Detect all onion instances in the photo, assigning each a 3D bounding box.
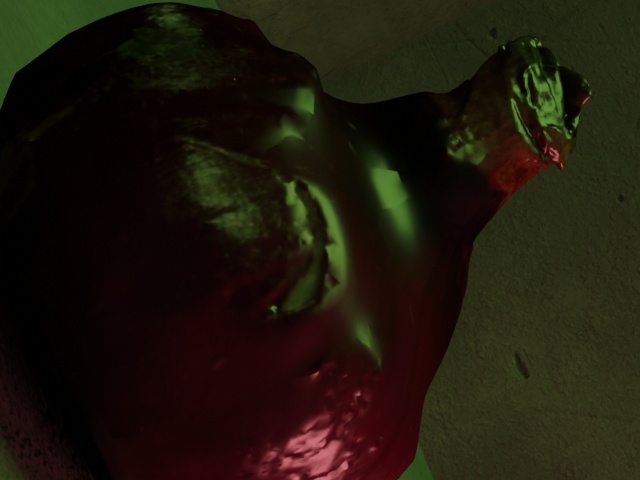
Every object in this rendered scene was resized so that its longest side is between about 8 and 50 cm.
[{"bbox_3d":[0.000,0.000,1.031,0.398,0.420,0.398,163,-90,-88],"label":"onion"}]
